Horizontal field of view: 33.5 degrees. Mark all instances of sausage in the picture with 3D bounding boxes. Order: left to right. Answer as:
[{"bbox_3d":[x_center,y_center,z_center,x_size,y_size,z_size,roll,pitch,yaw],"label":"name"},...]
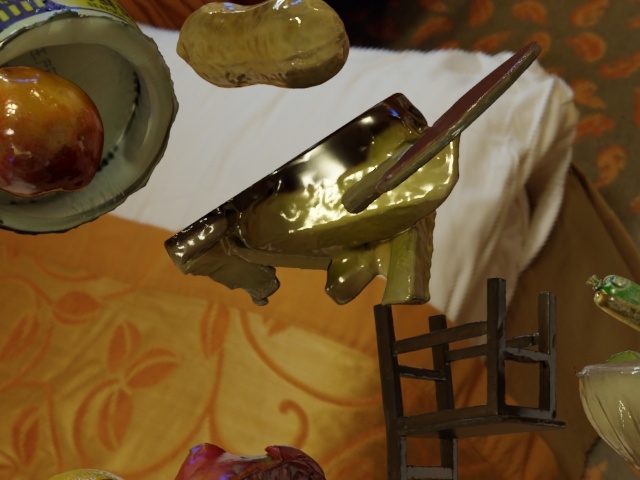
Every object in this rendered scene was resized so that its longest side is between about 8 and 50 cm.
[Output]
[{"bbox_3d":[0.320,0.095,0.799,0.269,0.033,0.032,29,71,3],"label":"sausage"}]

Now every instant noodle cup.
[{"bbox_3d":[-0.282,-0.164,0.915,0.284,0.284,0.312,-43,51,-4],"label":"instant noodle cup"}]

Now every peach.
[{"bbox_3d":[-0.204,-0.076,0.757,0.101,0.100,0.100,-16,51,20],"label":"peach"}]

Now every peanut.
[{"bbox_3d":[-0.069,-0.241,1.267,0.275,0.111,0.125,10,44,42],"label":"peanut"}]

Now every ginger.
[{"bbox_3d":[0.000,0.000,1.278,0.358,0.211,0.413,-32,4,-18],"label":"ginger"}]

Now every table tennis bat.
[{"bbox_3d":[0.075,-0.070,0.767,0.131,0.022,0.234,-46,4,-33],"label":"table tennis bat"}]

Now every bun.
[{"bbox_3d":[0.454,0.226,1.302,0.263,0.263,0.175,-9,84,25],"label":"bun"}]

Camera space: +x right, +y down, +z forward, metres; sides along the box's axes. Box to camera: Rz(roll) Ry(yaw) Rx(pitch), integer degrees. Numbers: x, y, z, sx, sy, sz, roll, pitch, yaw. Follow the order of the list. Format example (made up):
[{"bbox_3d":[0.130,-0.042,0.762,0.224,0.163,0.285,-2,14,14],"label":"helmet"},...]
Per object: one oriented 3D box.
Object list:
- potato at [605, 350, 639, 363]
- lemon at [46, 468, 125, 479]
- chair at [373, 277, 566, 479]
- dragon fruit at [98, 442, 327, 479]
[{"bbox_3d":[0.453,0.219,1.540,0.054,0.198,0.119,5,60,-7],"label":"potato"},{"bbox_3d":[-0.343,0.426,1.569,0.203,0.178,0.178,0,46,-18],"label":"lemon"},{"bbox_3d":[0.238,0.291,1.633,0.241,0.203,0.415,-15,71,35],"label":"chair"},{"bbox_3d":[-0.123,0.244,0.882,0.212,0.262,0.134,-8,95,31],"label":"dragon fruit"}]
